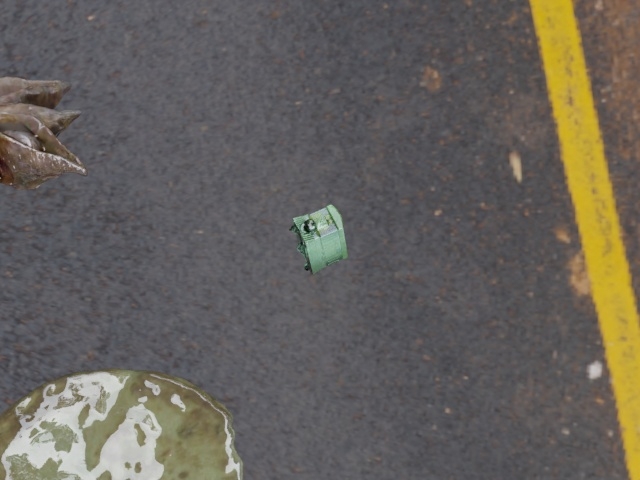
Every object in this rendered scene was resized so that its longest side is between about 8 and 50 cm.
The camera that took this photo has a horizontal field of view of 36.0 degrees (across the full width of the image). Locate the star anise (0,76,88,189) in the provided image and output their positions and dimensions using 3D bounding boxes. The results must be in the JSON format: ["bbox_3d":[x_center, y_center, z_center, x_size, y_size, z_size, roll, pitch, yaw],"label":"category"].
[{"bbox_3d":[-0.430,-0.109,1.185,0.292,0.349,0.109,-19,130,-10],"label":"star anise"}]

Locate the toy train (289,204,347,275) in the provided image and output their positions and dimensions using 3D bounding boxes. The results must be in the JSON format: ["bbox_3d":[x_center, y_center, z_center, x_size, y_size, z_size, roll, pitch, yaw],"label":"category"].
[{"bbox_3d":[0.000,0.000,1.073,0.056,0.093,0.038,-23,64,-5],"label":"toy train"}]

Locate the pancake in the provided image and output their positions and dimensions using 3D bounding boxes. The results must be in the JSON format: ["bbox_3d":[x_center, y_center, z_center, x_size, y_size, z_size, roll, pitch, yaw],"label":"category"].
[{"bbox_3d":[-0.130,0.197,0.628,0.222,0.042,0.236,-43,77,-11],"label":"pancake"}]
